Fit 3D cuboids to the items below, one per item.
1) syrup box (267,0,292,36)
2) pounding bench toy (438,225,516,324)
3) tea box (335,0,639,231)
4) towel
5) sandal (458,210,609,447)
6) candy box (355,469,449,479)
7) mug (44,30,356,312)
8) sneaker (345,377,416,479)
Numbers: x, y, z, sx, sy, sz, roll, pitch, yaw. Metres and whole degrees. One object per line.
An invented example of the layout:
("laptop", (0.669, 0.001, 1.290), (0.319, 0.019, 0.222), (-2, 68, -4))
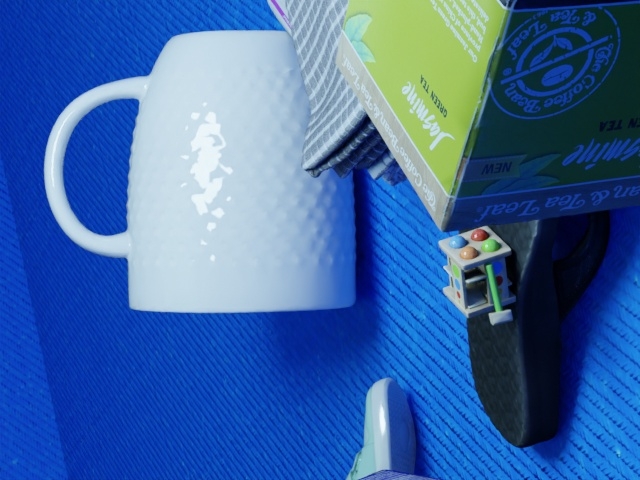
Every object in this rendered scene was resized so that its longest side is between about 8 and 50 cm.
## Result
("syrup box", (0.010, -0.355, 2.114), (0.096, 0.093, 0.237), (-122, 33, -44))
("pounding bench toy", (0.152, 0.033, 1.697), (0.083, 0.052, 0.065), (-131, 28, -54))
("tea box", (0.223, -0.208, 1.362), (0.323, 0.329, 0.220), (103, 149, -42))
("towel", (0.052, -0.211, 1.916), (0.283, 0.121, 0.235), (131, 129, -61))
("sandal", (0.209, 0.007, 1.776), (0.167, 0.107, 0.445), (-123, 22, -44))
("candy box", (0.161, 0.380, 1.783), (0.317, 0.122, 0.268), (6, 102, 37))
("mug", (-0.144, -0.083, 2.207), (0.276, 0.374, 0.328), (-175, 84, -82))
("sneaker", (0.031, 0.286, 2.158), (0.151, 0.094, 0.256), (2, 96, 24))
